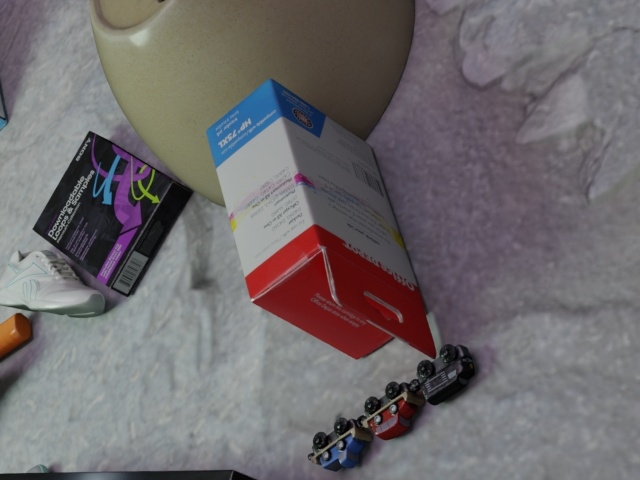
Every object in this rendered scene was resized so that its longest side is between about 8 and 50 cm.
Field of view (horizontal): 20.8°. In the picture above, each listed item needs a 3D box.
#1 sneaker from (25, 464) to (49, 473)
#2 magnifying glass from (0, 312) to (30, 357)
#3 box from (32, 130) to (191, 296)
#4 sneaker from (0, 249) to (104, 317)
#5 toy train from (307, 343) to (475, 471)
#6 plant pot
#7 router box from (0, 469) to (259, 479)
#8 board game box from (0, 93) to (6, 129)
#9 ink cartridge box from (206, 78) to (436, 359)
[{"bbox_3d":[-0.292,0.235,1.562,0.098,0.069,0.038,-53,43,8],"label":"sneaker"},{"bbox_3d":[-0.371,0.137,1.727,0.231,0.026,0.092,-32,49,27],"label":"magnifying glass"},{"bbox_3d":[-0.201,-0.028,1.651,0.162,0.029,0.116,30,90,49],"label":"box"},{"bbox_3d":[-0.256,0.039,1.642,0.152,0.054,0.061,7,83,45],"label":"sneaker"},{"bbox_3d":[0.053,0.132,1.322,0.158,0.027,0.036,-37,58,23],"label":"toy train"},{"bbox_3d":[-0.087,-0.193,1.514,0.284,0.191,0.284,-22,54,34],"label":"plant pot"},{"bbox_3d":[-0.175,0.311,1.399,0.309,0.081,0.243,-7,64,41],"label":"router box"},{"bbox_3d":[-0.484,-0.249,1.831,0.064,0.316,0.242,-39,46,22],"label":"board game box"},{"bbox_3d":[0.000,0.000,1.364,0.078,0.134,0.231,-36,47,23],"label":"ink cartridge box"}]
